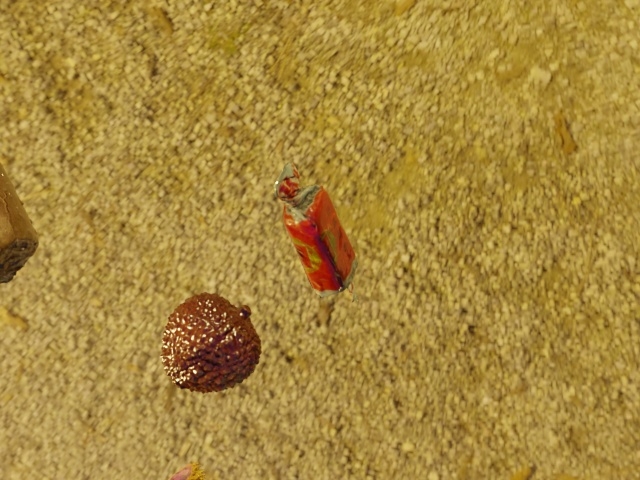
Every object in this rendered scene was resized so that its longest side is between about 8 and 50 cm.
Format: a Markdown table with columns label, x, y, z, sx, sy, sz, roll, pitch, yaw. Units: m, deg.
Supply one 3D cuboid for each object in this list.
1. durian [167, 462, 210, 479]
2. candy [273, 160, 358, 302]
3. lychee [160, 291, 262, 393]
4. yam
| label | x | y | z | sx | sy | sz | roll | pitch | yaw |
| --- | --- | --- | --- | --- | --- | --- | --- | --- | --- |
| durian | -0.259 | 0.514 | 1.570 | 0.261 | 0.154 | 0.186 | -30 | 92 | 24 |
| candy | -0.001 | -0.001 | 1.275 | 0.059 | 0.086 | 0.292 | 0 | 137 | 26 |
| lychee | -0.130 | 0.125 | 1.071 | 0.123 | 0.123 | 0.129 | 26 | 112 | 0 |
| yam | -0.427 | -0.052 | 1.057 | 0.129 | 0.128 | 0.238 | -44 | 69 | 29 |
